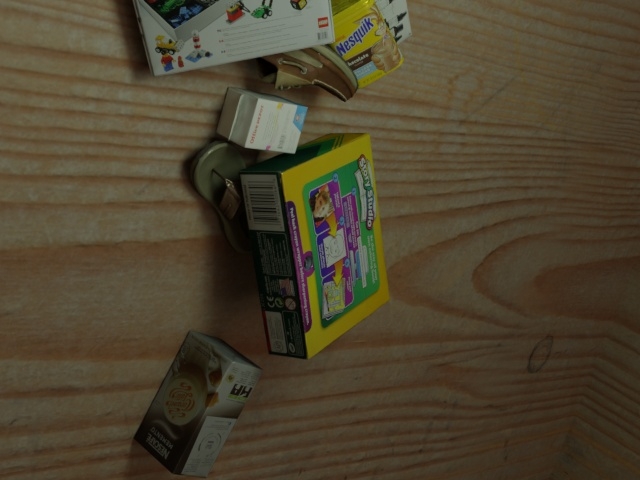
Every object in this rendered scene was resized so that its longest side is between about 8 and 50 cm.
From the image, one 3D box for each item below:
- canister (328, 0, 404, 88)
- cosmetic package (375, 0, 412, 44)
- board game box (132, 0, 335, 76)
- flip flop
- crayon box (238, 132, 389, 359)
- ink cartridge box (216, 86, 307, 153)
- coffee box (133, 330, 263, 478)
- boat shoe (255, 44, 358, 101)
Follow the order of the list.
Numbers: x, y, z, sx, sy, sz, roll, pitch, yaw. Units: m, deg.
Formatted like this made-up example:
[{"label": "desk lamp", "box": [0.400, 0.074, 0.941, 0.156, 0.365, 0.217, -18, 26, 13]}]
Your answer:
[{"label": "canister", "box": [0.071, -0.383, 1.693, 0.126, 0.073, 0.170, -29, 131, 9]}, {"label": "cosmetic package", "box": [0.110, -0.484, 1.728, 0.099, 0.060, 0.239, -40, 136, -25]}, {"label": "board game box", "box": [-0.138, -0.381, 1.420, 0.305, 0.053, 0.193, -12, 126, -5]}, {"label": "flip flop", "box": [-0.155, -0.074, 1.671, 0.112, 0.080, 0.277, -41, 136, -22]}, {"label": "crayon box", "box": [0.000, 0.000, 1.742, 0.313, 0.106, 0.362, -30, 118, -52]}, {"label": "ink cartridge box", "box": [-0.113, -0.219, 1.625, 0.143, 0.090, 0.092, 3, 109, -46]}, {"label": "coffee box", "box": [-0.240, 0.323, 1.766, 0.098, 0.141, 0.246, 26, 92, -51]}, {"label": "boat shoe", "box": [-0.067, -0.332, 1.599, 0.324, 0.122, 0.120, 32, 96, -42]}]
